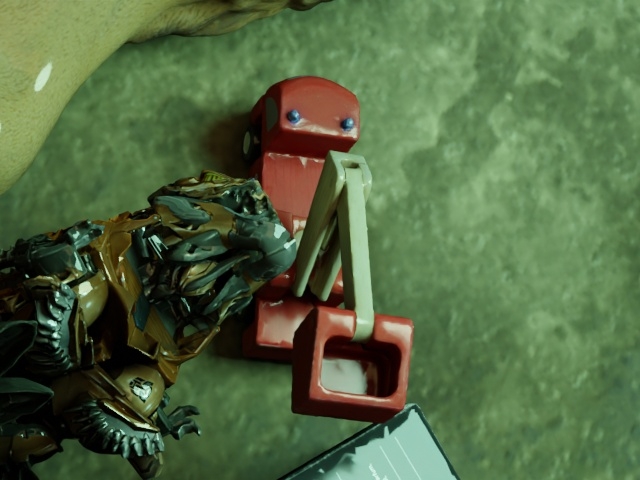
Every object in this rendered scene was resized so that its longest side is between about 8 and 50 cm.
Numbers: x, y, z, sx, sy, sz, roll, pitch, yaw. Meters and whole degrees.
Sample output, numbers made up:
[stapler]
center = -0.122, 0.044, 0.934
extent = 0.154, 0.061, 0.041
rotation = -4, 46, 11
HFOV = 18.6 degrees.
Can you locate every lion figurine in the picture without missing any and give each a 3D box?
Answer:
[lion figurine]
center = -0.138, -0.123, 0.947
extent = 0.240, 0.142, 0.392
rotation = 46, 79, -9

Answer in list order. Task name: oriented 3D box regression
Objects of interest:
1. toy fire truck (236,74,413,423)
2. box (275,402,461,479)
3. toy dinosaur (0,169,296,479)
[toy fire truck]
center = 0.000, 0.000, 0.935
extent = 0.047, 0.135, 0.192
rotation = 8, 70, -17
[box]
center = 0.022, 0.236, 0.889
extent = 0.184, 0.103, 0.261
rotation = -28, 84, -27
[toy dinosaur]
center = -0.151, 0.083, 0.849
extent = 0.164, 0.218, 0.322
rotation = 41, 95, -24
